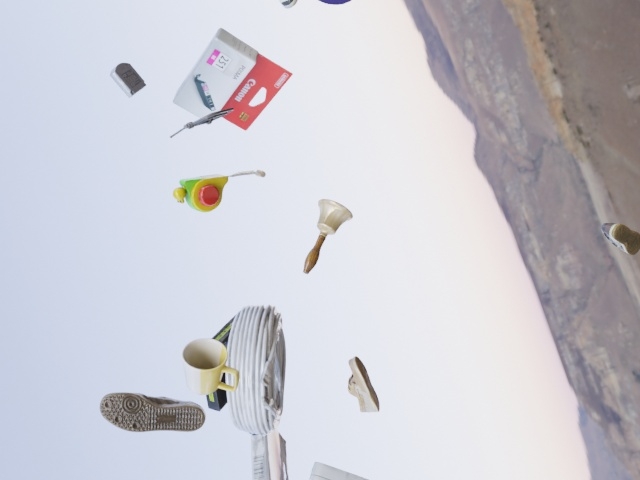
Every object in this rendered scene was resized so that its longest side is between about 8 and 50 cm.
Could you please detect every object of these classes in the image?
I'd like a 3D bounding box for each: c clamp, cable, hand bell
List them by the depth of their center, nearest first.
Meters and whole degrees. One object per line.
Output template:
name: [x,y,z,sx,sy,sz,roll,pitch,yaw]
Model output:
cable: [-0.121,0.256,1.308,0.257,0.089,0.257,86,-176,-46]
c clamp: [-0.303,-0.316,1.729,0.022,0.137,0.161,64,-151,-7]
hand bell: [0.000,0.000,2.135,0.126,0.126,0.242,49,-119,-50]

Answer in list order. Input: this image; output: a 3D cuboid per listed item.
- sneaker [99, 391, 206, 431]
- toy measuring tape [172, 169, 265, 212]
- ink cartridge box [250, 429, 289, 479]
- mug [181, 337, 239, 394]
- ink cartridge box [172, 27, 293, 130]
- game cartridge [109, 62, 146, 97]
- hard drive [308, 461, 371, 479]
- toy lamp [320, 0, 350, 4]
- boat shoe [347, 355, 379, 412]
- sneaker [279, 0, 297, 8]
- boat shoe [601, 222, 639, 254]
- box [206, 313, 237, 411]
sneaker: [-0.304,0.315,1.206,0.071,0.188,0.066,140,142,-80]
toy measuring tape: [-0.326,-0.158,2.158,0.330,0.121,0.121,-12,-99,-35]
ink cartridge box: [-0.127,0.556,1.663,0.223,0.045,0.224,-99,-6,-45]
mug: [-0.157,0.183,0.909,0.078,0.062,0.064,41,134,38]
ink cartridge box: [-0.252,-0.432,1.875,0.239,0.275,0.060,28,-135,-22]
game cartridge: [-0.332,-0.278,1.136,0.056,0.017,0.083,55,-164,-19]
hard drive: [0.048,0.666,1.384,0.047,0.233,0.353,107,-177,-46]
toy lamp: [0.058,-0.349,0.697,0.080,0.080,0.274,56,-136,-37]
boat shoe: [0.094,0.358,1.612,0.063,0.059,0.170,-82,-28,-63]
sneaker: [-0.056,-0.359,0.918,0.037,0.032,0.083,24,-138,-55]
boat shoe: [0.733,-0.010,1.606,0.152,0.056,0.049,30,-175,-40]
box: [-0.244,0.321,1.751,0.191,0.045,0.184,-44,-46,-53]
